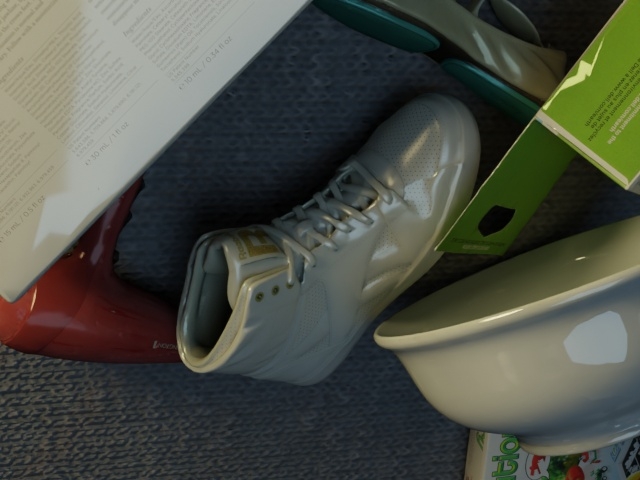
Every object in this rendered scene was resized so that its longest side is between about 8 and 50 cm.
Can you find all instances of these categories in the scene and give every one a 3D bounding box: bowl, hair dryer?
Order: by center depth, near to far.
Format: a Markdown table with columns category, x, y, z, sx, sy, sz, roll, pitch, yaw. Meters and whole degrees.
| category | x | y | z | sx | sy | sz | roll | pitch | yaw |
| --- | --- | --- | --- | --- | --- | --- | --- | --- | --- |
| bowl | 0.203 | 0.081 | 0.825 | 0.298 | 0.298 | 0.134 | -22 | 93 | -3 |
| hair dryer | -0.178 | 0.001 | 0.826 | 0.224 | 0.080 | 0.293 | -29 | 121 | 0 |

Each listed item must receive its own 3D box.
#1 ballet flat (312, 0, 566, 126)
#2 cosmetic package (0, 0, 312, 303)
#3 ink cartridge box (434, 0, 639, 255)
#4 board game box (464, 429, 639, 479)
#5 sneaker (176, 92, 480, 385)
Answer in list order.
| category | x | y | z | sx | sy | sz | roll | pitch | yaw |
| --- | --- | --- | --- | --- | --- | --- | --- | --- | --- |
| ballet flat | 0.102 | -0.173 | 0.821 | 0.249 | 0.086 | 0.086 | 25 | 108 | -27 |
| cosmetic package | -0.181 | -0.189 | 0.683 | 0.377 | 0.097 | 0.284 | -44 | 109 | 8 |
| ink cartridge box | 0.231 | -0.062 | 0.842 | 0.255 | 0.097 | 0.189 | -54 | 158 | 15 |
| board game box | 0.249 | 0.198 | 1.059 | 0.193 | 0.053 | 0.305 | -5 | 118 | -12 |
| sneaker | 0.000 | 0.000 | 0.827 | 0.169 | 0.108 | 0.292 | 11 | 117 | -50 |
